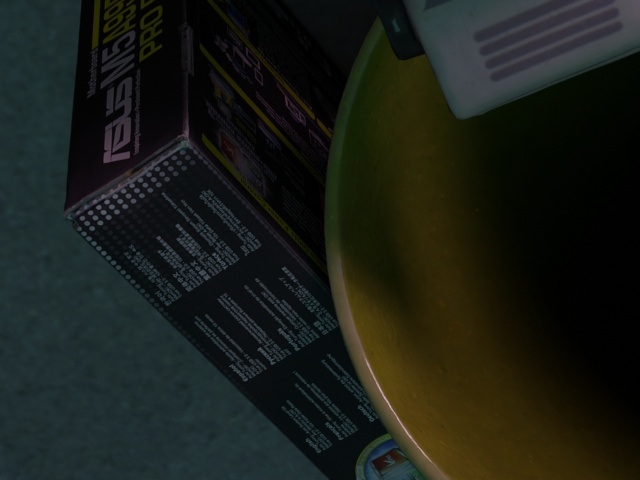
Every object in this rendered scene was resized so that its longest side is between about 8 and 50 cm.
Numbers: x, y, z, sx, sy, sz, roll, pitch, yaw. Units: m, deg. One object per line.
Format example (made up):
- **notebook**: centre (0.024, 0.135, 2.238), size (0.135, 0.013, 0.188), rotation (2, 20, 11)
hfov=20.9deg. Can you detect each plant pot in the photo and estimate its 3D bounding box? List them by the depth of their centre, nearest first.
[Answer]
- **plant pot**: centre (0.177, 0.001, 0.724), size (0.275, 0.275, 0.293), rotation (-27, 166, 14)

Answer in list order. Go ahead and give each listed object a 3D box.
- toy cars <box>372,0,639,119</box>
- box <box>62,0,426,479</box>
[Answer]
- **toy cars**: centre (0.078, -0.217, 0.504), size (0.176, 0.087, 0.394), rotation (16, 110, -5)
- **box**: centre (0.000, 0.000, 0.760), size (0.060, 0.216, 0.270), rotation (-32, 123, 18)
